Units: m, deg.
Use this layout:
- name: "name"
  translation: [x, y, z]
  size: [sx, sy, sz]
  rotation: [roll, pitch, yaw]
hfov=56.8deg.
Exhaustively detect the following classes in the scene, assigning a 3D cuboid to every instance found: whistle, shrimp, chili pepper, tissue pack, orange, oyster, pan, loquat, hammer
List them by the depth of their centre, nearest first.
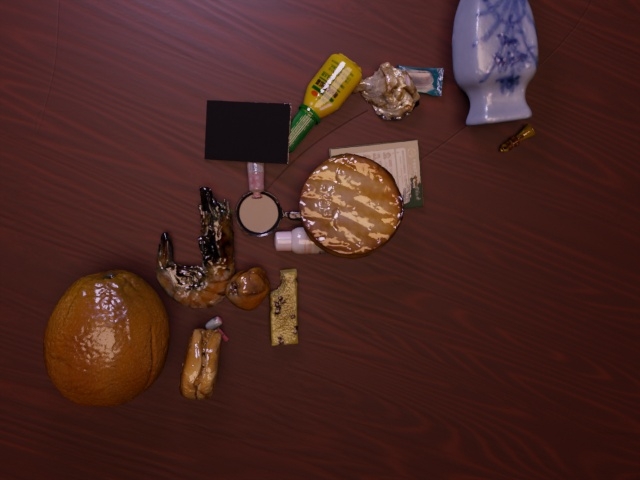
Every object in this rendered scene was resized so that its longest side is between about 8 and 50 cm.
- name: "orange"
  translation: [-0.565, 0.255, 1.577]
  size: [0.322, 0.322, 0.357]
  rotation: [5, 108, -7]
- name: "oyster"
  translation: [0.182, -0.418, 1.672]
  size: [0.191, 0.081, 0.163]
  rotation: [-1, 106, 15]
- name: "shrimp"
  translation: [-0.361, 0.027, 1.687]
  size: [0.233, 0.071, 0.365]
  rotation: [-2, 108, -3]
- name: "loquat"
  translation: [-0.210, 0.137, 1.693]
  size: [0.137, 0.137, 0.113]
  rotation: [-39, 72, 1]
- name: "chili pepper"
  translation: [-0.296, -0.092, 1.702]
  size: [0.091, 0.034, 0.030]
  rotation: [12, 131, -9]
- name: "tissue pack"
  translation: [0.282, -0.459, 1.705]
  size: [0.138, 0.028, 0.085]
  rotation: [3, 96, -2]
- name: "pan"
  translation: [-0.129, -0.075, 1.720]
  size: [0.235, 0.028, 0.136]
  rotation: [4, 99, -4]
- name: "whistle"
  translation: [0.584, -0.294, 1.748]
  size: [0.109, 0.057, 0.046]
  rotation: [-37, 122, 1]
- name: "hammer"
  translation: [-0.301, 0.268, 1.758]
  size: [0.052, 0.031, 0.083]
  rotation: [-34, 107, 4]

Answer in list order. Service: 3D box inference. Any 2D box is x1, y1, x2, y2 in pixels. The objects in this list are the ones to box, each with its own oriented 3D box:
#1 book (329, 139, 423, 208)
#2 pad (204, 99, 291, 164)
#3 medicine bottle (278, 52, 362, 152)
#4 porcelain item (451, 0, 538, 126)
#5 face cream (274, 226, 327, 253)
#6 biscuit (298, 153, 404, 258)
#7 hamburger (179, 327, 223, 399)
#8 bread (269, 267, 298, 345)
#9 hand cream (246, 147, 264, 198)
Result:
- name: "book"
  translation: [0.165, -0.183, 1.736]
  size: [0.264, 0.027, 0.202]
  rotation: [-7, 99, -4]
- name: "pad"
  translation: [-0.204, -0.301, 1.650]
  size: [0.245, 0.006, 0.170]
  rotation: [4, 96, 9]
- name: "medicine bottle"
  translation: [-0.010, -0.379, 1.660]
  size: [0.111, 0.076, 0.309]
  rotation: [39, 95, 10]
- name: "porcelain item"
  translation: [0.482, -0.529, 1.637]
  size: [0.242, 0.178, 0.405]
  rotation: [-8, 101, -5]
- name: "face cream"
  translation: [0.000, 0.000, 1.720]
  size: [0.269, 0.082, 0.082]
  rotation: [-3, 100, -6]
- name: "biscuit"
  translation: [0.083, -0.094, 1.657]
  size: [0.296, 0.102, 0.296]
  rotation: [1, 79, -4]
- name: "hamburger"
  translation: [-0.337, 0.356, 1.680]
  size: [0.108, 0.214, 0.214]
  rotation: [12, 98, -12]
- name: "bread"
  translation: [-0.109, 0.198, 1.756]
  size: [0.088, 0.049, 0.226]
  rotation: [-3, 99, -6]
- name: "hand cream"
  translation: [-0.182, -0.224, 1.678]
  size: [0.067, 0.043, 0.210]
  rotation: [-3, 86, -5]
